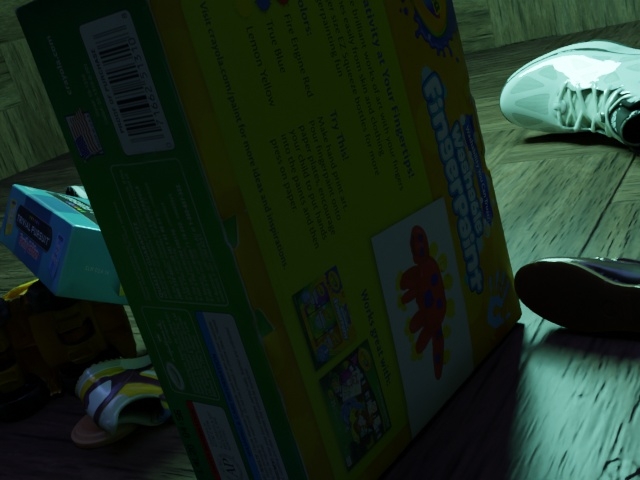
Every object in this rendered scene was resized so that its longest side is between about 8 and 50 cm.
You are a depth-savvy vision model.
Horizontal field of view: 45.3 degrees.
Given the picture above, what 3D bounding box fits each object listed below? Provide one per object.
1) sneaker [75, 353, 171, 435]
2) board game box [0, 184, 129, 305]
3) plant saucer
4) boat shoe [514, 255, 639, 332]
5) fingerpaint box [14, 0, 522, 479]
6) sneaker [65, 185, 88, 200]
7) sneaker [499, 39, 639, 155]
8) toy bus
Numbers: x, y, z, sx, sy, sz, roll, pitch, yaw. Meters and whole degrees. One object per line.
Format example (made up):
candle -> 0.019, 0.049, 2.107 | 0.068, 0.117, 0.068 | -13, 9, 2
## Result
sneaker -> -0.174, 0.164, 0.860 | 0.185, 0.069, 0.084 | -16, 46, -38
board game box -> -0.190, 0.020, 0.950 | 0.336, 0.079, 0.254 | 13, 5, -37
plant saucer -> -0.240, 0.204, 0.863 | 0.083, 0.013, 0.083 | -15, 18, 5
boat shoe -> 0.300, 0.054, 0.768 | 0.207, 0.073, 0.073 | 13, 25, 41
fingerpaint box -> -0.003, -0.044, 0.701 | 0.163, 0.444, 0.371 | 0, 24, 41
sneaker -> -0.529, -0.083, 1.849 | 0.271, 0.100, 0.108 | 7, 15, 44
sneaker -> 0.494, -0.248, 1.333 | 0.447, 0.169, 0.257 | 1, 23, 36
toy bus -> -0.366, 0.109, 1.017 | 0.220, 0.149, 0.211 | -20, 20, -10
